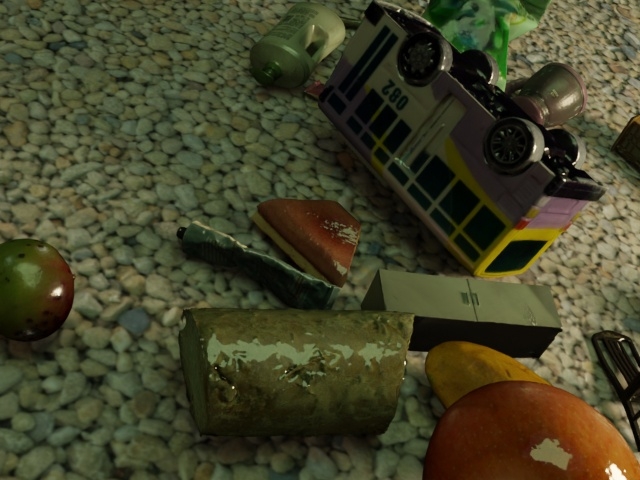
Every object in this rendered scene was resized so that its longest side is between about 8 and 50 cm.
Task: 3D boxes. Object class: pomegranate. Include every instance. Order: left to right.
[{"bbox_3d":[-0.373,0.074,1.094,0.129,0.129,0.159,35,65,14],"label":"pomegranate"}]

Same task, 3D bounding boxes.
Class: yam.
[{"bbox_3d":[-0.019,0.159,1.110,0.304,0.168,0.168,3,47,-16],"label":"yam"},{"bbox_3d":[0.031,-0.439,1.800,0.116,0.021,0.021,3,47,-16],"label":"yam"}]

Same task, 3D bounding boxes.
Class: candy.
[{"bbox_3d":[0.258,-0.363,1.719,0.263,0.172,0.398,23,57,7],"label":"candy"}]

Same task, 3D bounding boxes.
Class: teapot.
[{"bbox_3d":[0.417,-0.276,1.726,0.146,0.116,0.148,-34,70,-27],"label":"teapot"}]

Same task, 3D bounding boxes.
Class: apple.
[{"bbox_3d":[0.240,0.294,1.014,0.252,0.206,0.271,-21,90,6],"label":"apple"}]

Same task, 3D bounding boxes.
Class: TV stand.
[{"bbox_3d":[0.203,0.108,1.294,0.270,0.088,0.082,5,47,-15],"label":"TV stand"}]

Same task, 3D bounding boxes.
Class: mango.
[{"bbox_3d":[0.234,0.216,1.187,0.227,0.109,0.147,33,50,15],"label":"mango"}]

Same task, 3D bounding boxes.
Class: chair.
[{"bbox_3d":[0.478,0.191,1.307,0.084,0.101,0.212,4,48,-17],"label":"chair"}]

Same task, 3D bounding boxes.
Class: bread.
[{"bbox_3d":[0.000,0.001,1.335,0.119,0.067,0.192,-26,60,-29],"label":"bread"}]

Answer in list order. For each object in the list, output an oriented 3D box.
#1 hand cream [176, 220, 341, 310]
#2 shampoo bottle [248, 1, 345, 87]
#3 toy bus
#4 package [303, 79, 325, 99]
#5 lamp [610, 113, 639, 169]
[{"bbox_3d":[-0.096,0.043,1.261,0.248,0.075,0.052,29,50,12],"label":"hand cream"},{"bbox_3d":[-0.051,-0.344,1.632,0.118,0.087,0.234,27,45,7],"label":"shampoo bottle"},{"bbox_3d":[0.205,-0.161,1.435,0.209,0.249,0.440,-1,45,-54],"label":"toy bus"},{"bbox_3d":[0.016,-0.263,1.622,0.083,0.029,0.059,30,41,21],"label":"package"},{"bbox_3d":[0.702,-0.110,1.687,0.090,0.089,0.325,-22,58,-35],"label":"lamp"}]
